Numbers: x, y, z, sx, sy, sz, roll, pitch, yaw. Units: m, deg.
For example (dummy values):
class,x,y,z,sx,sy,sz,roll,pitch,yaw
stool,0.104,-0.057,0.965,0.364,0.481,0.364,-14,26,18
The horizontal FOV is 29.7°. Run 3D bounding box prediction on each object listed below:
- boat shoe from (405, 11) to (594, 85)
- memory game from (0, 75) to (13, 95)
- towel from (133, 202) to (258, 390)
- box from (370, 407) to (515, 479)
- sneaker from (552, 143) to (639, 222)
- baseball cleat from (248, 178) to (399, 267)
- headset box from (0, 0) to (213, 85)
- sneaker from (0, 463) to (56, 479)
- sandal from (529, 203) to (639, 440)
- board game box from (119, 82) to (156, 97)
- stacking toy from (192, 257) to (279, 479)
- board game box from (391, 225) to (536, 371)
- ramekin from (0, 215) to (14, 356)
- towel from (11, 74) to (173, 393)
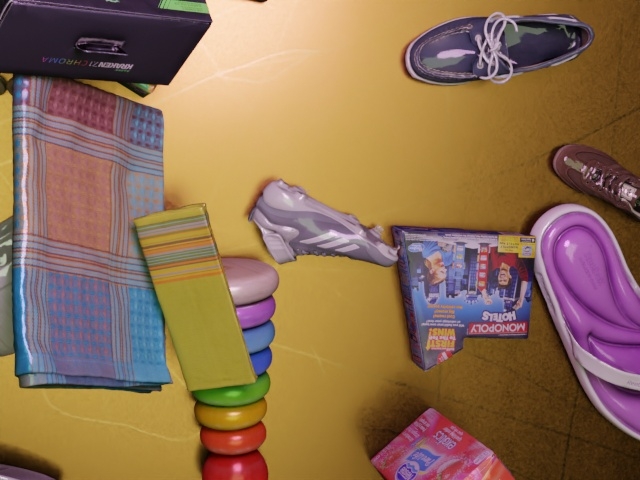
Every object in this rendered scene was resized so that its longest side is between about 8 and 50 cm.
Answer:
class,x,y,z,sx,sy,sz,roll,pitch,yaw
boat shoe,0.243,-0.259,1.632,0.254,0.079,0.095,-5,98,-11
memory game,-0.398,-0.239,1.472,0.186,0.186,0.012,31,52,-13
towel,-0.153,0.073,1.494,0.102,0.021,0.237,-9,106,24
box,0.177,0.331,1.598,0.122,0.257,0.128,-39,102,-7
sneaker,0.417,-0.080,1.692,0.188,0.071,0.066,26,91,-13
baseball cleat,0.000,0.000,1.630,0.206,0.072,0.109,31,104,-8
headset box,-0.284,-0.318,1.388,0.246,0.131,0.283,1,61,-35
sneaker,-0.492,0.346,1.544,0.295,0.104,0.147,18,88,-17
sandal,0.428,0.139,1.704,0.169,0.102,0.416,-39,102,-4
board game box,-0.320,-0.258,1.498,0.259,0.124,0.039,28,87,-13
stacking toy,-0.122,0.196,1.600,0.141,0.141,0.330,-3,104,-11
board game box,0.191,0.082,1.673,0.194,0.060,0.194,3,97,-12
ramekin,-0.371,0.051,1.488,0.207,0.207,0.109,-33,111,-6
towel,-0.268,-0.005,1.446,0.040,0.271,0.370,-7,80,28
